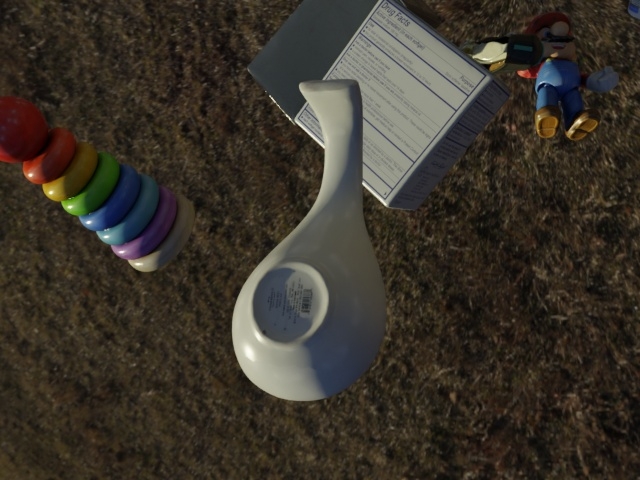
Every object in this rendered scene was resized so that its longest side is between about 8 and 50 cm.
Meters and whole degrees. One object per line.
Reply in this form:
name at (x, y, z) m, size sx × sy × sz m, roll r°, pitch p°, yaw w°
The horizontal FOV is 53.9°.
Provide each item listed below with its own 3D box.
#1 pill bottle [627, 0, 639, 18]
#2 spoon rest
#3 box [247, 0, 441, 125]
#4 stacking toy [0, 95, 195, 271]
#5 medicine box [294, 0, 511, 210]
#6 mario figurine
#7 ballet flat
pill bottle at (0.553, -0.432, 1.012) m, size 0.078 × 0.078 × 0.137 m, roll 9°, pitch 131°, yaw 14°
spoon rest at (0.000, 0.000, 0.552) m, size 0.137 × 0.084 × 0.276 m, roll 4°, pitch 75°, yaw 22°
box at (0.063, -0.446, 1.428) m, size 0.343 × 0.312 × 0.179 m, roll -43°, pitch 84°, yaw 25°
stacking toy at (-0.345, -0.085, 0.923) m, size 0.141 × 0.141 × 0.330 m, roll -25°, pitch 137°, yaw 25°
medicine box at (0.148, -0.247, 1.167) m, size 0.263 × 0.149 × 0.289 m, roll 46°, pitch 110°, yaw 22°
mario figurine at (0.515, -0.385, 1.368) m, size 0.198 × 0.320 × 0.170 m, roll 22°, pitch 143°, yaw -33°
ballet flat at (0.355, -0.399, 1.354) m, size 0.096 × 0.280 × 0.095 m, roll 2°, pitch 93°, yaw -21°
